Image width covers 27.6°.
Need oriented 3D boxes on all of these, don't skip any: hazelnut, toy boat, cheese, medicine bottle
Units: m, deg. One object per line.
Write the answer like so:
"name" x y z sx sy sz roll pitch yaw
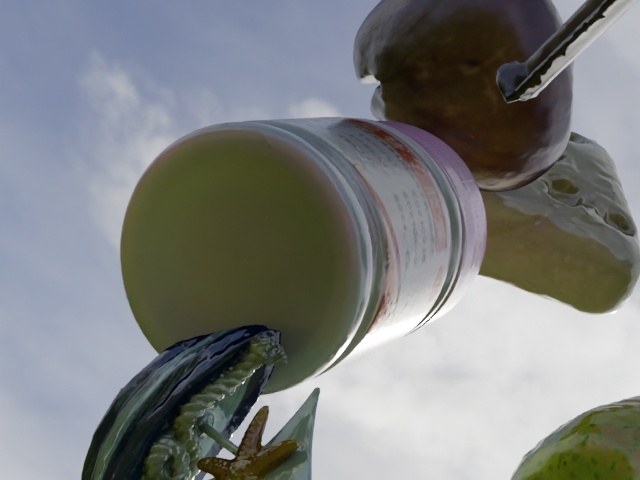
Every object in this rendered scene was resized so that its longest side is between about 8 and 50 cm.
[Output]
"hazelnut" 0.151 -0.167 1.334 0.217 0.217 0.251 -42 -110 48
"toy boat" -0.040 0.179 0.825 0.291 0.220 0.067 29 -8 42
"cheese" 0.203 -0.066 1.554 0.351 0.328 0.129 18 -61 0
"medicine bottle" 0.000 0.000 1.061 0.202 0.316 0.202 3 -83 23

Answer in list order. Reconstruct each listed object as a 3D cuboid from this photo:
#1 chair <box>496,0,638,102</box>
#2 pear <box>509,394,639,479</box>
"chair" 0.226 -0.076 0.345 0.326 0.175 0.183 -49 -130 43
"pear" 0.341 0.323 1.238 0.391 0.391 0.391 21 -47 23
